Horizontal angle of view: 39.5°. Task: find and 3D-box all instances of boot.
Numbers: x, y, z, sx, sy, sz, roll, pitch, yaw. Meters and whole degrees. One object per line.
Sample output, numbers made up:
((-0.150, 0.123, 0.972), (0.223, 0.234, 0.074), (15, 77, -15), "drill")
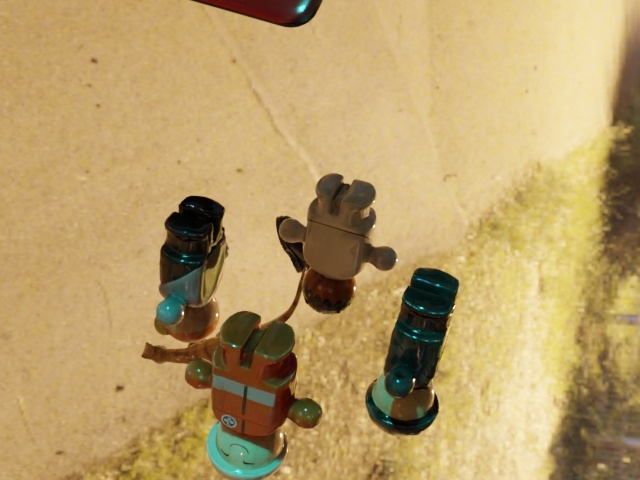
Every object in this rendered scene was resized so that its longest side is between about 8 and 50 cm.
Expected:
((0.000, 0.000, 1.258), (0.121, 0.099, 0.045), (64, 21, -45), "boot")

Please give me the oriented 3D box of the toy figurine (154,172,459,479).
((-0.017, 0.064, 0.696), (0.213, 0.209, 0.148), (-14, 134, -25), "toy figurine")

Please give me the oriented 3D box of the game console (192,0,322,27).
((-0.040, -0.173, 0.496), (0.124, 0.144, 0.085), (-27, 135, -67), "game console")

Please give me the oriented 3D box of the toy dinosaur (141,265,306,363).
((-0.086, 0.111, 0.950), (0.112, 0.212, 0.064), (50, 22, -57), "toy dinosaur")
